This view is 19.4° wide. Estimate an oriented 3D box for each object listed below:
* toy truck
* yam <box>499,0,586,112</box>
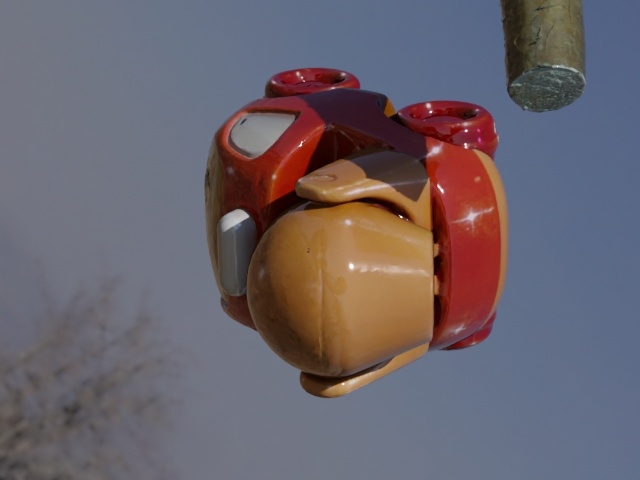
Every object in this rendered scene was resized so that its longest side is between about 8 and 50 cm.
[{"bbox_3d":[0.000,0.000,1.302,0.265,0.239,0.189,14,-65,37],"label":"toy truck"},{"bbox_3d":[0.137,-0.140,1.160,0.054,0.054,0.132,64,21,-48],"label":"yam"}]
